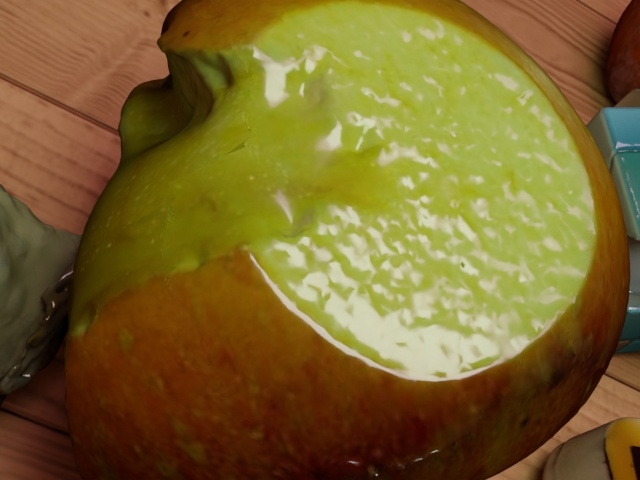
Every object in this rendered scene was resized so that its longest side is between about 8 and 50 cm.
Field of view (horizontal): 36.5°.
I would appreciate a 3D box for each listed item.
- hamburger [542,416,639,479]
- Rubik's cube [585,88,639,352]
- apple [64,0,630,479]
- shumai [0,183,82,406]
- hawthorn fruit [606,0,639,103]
[{"bbox_3d":[0.269,0.247,0.792,0.173,0.116,0.210,11,44,-17],"label":"hamburger"},{"bbox_3d":[0.330,-0.014,0.925,0.213,0.224,0.265,-3,68,-15],"label":"Rubik's cube"},{"bbox_3d":[0.000,0.000,0.620,0.384,0.374,0.374,-6,67,-52],"label":"apple"},{"bbox_3d":[-0.210,0.024,0.594,0.142,0.184,0.184,7,60,-10],"label":"shumai"},{"bbox_3d":[0.457,-0.221,1.111,0.235,0.263,0.231,44,22,32],"label":"hawthorn fruit"}]
